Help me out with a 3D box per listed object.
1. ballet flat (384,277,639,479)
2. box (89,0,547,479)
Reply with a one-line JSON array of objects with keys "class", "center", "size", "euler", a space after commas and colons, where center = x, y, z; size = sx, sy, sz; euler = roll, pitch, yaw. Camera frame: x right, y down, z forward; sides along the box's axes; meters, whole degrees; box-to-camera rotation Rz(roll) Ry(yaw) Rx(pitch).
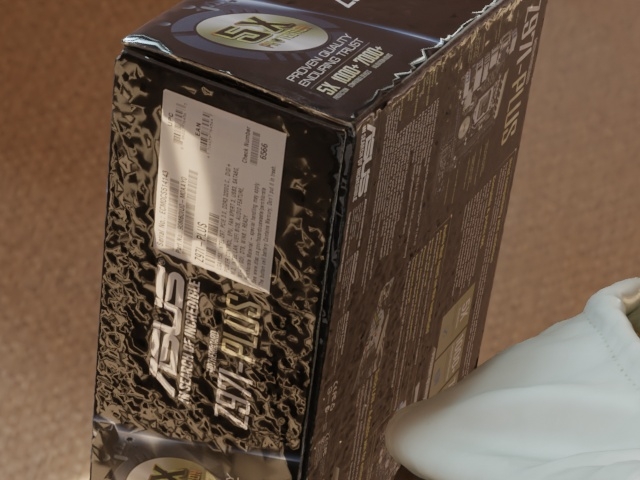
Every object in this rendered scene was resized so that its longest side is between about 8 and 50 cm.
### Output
[{"class": "ballet flat", "center": [0.120, 0.069, 0.392], "size": [0.139, 0.139, 0.400], "euler": [10, 3, -16]}, {"class": "box", "center": [0.000, 0.000, 0.611], "size": [0.077, 0.180, 0.147], "euler": [21, 35, 21]}]
